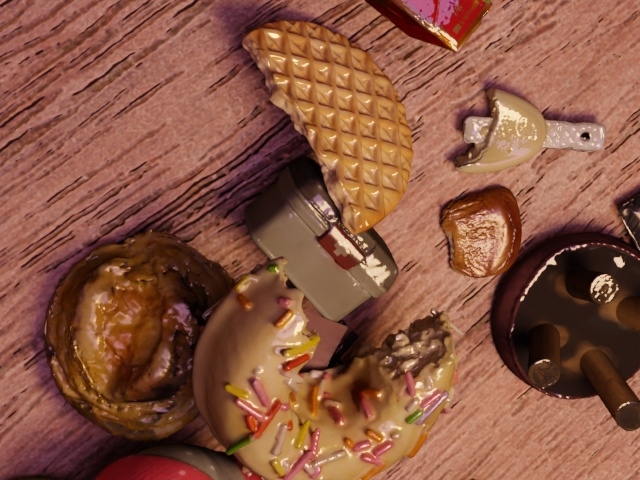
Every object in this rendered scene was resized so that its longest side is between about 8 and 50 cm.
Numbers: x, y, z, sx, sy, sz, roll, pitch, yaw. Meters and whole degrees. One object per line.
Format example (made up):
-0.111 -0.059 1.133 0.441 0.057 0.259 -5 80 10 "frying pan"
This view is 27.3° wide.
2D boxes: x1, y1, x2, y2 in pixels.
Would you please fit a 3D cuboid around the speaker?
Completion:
-0.203 0.412 1.806 0.294 0.294 0.294 -4 105 -16 "speaker"

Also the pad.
-0.052 0.177 1.849 0.113 0.006 0.187 23 109 -16 "pad"

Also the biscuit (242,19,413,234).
0.035 -0.175 1.799 0.204 0.040 0.309 -29 90 -41 "biscuit"

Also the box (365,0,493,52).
0.059 -0.382 1.735 0.313 0.197 0.089 36 92 -22 "box"

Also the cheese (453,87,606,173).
0.313 -0.155 1.947 0.235 0.050 0.127 4 102 -16 "cheese"

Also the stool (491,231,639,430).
0.409 0.137 1.970 0.272 0.178 0.272 -3 109 -9 "stool"

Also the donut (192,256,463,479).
0.001 0.199 1.771 0.371 0.150 0.307 20 110 -30 "donut"

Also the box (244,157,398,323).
0.000 0.000 1.847 0.129 0.148 0.210 -39 111 8 "box"

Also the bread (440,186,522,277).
0.247 -0.008 1.970 0.126 0.044 0.129 -14 111 -11 "bread"

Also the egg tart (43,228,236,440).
-0.241 0.134 1.800 0.297 0.132 0.297 0 95 -1 "egg tart"

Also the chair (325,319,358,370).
-0.009 0.227 1.933 0.212 0.084 0.101 -42 107 -3 "chair"

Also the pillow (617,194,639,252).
0.552 0.002 2.059 0.141 0.055 0.208 -35 113 -13 "pillow"

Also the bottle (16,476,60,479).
-0.405 0.471 1.860 0.112 0.112 0.260 2 104 -17 "bottle"
